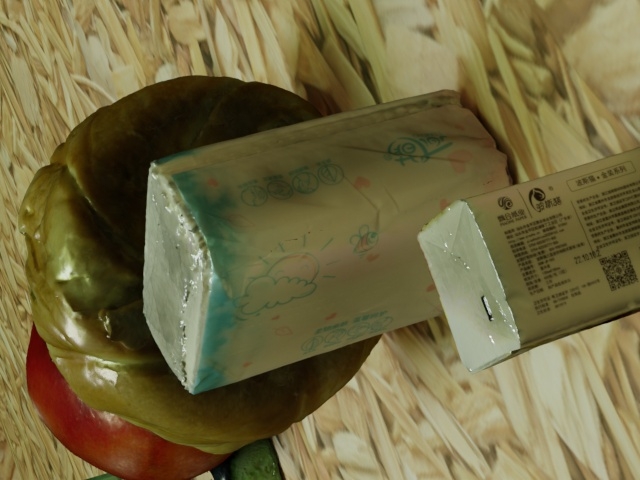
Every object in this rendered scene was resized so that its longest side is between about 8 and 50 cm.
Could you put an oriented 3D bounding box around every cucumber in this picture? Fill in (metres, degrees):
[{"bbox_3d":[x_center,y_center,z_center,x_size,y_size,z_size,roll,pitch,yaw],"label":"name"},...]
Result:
[{"bbox_3d":[-0.106,0.288,1.912,0.193,0.085,0.115,-143,40,-65],"label":"cucumber"}]

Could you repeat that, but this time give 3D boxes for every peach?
[{"bbox_3d":[-0.219,0.163,1.840,0.338,0.281,0.281,5,109,66],"label":"peach"}]

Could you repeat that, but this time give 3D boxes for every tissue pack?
[{"bbox_3d":[0.157,0.012,0.998,0.106,0.148,0.099,70,157,10],"label":"tissue pack"},{"bbox_3d":[0.000,0.001,1.203,0.124,0.271,0.201,61,155,29],"label":"tissue pack"}]

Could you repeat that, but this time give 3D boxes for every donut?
[{"bbox_3d":[-0.099,0.011,1.383,0.170,0.360,0.360,-28,79,58],"label":"donut"}]

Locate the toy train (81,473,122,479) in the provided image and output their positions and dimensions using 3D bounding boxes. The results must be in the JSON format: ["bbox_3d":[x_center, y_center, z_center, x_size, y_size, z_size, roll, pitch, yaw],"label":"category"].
[{"bbox_3d":[-0.257,0.444,2.220,0.272,0.188,0.159,-135,37,-53],"label":"toy train"}]
